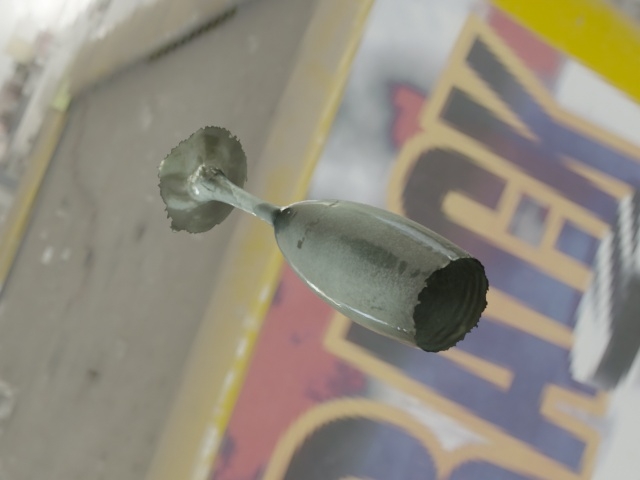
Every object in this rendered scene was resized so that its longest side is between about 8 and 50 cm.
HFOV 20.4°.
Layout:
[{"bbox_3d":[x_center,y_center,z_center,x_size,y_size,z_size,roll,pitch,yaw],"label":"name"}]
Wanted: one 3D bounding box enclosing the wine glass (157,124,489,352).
[{"bbox_3d":[0.000,0.000,0.901,0.198,0.066,0.066,27,94,43],"label":"wine glass"}]
